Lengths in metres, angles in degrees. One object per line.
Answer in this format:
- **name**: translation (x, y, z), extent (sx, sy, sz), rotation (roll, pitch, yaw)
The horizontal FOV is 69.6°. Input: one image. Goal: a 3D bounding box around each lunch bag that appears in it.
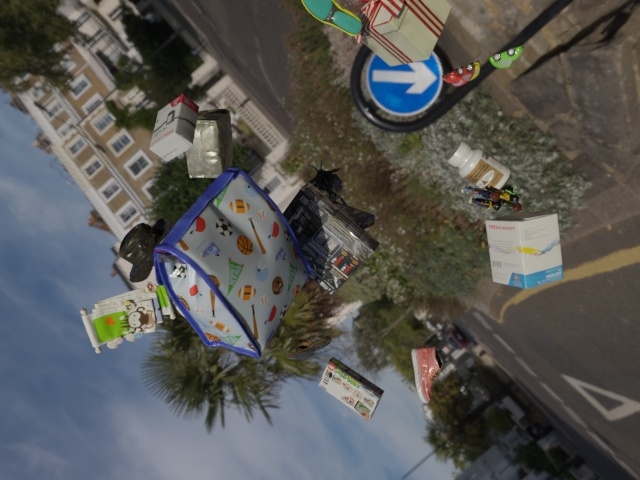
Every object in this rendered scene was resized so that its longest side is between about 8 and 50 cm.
- **lunch bag**: translation (-0.448, -0.409, 1.907), extent (0.287, 0.169, 0.235), rotation (-76, -14, -65)
- **lunch bag**: translation (-0.232, 0.051, 1.195), extent (0.239, 0.327, 0.385), rotation (3, 135, 29)

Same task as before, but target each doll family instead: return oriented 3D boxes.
- **doll family**: translation (0.473, -0.115, 1.247), extent (0.111, 0.193, 0.075), rotation (37, 129, 54)

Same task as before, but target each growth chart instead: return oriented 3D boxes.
- **growth chart**: translation (-0.513, 0.204, 1.240), extent (0.021, 0.237, 0.171), rotation (46, 154, 52)

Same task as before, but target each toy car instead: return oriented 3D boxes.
- **toy car**: translation (0.510, -0.535, 1.419), extent (0.239, 0.225, 0.053), rotation (-42, -65, -54)

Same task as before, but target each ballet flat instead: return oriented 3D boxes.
- **ballet flat**: translation (0.033, -0.747, 1.509), extent (0.231, 0.077, 0.077), rotation (25, -157, -20)

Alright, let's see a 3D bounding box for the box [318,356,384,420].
- **box**: translation (0.101, 0.497, 1.547), extent (0.207, 0.114, 0.036), rotation (29, -158, 24)

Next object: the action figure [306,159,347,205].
- **action figure**: translation (0.037, -0.194, 1.923), extent (0.275, 0.164, 0.141), rotation (64, 171, -4)

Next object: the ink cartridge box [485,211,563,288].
- **ink cartridge box**: translation (0.708, 0.027, 1.602), extent (0.171, 0.168, 0.232), rotation (-165, 64, -72)

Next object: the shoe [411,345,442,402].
- **shoe**: translation (0.347, 0.425, 1.464), extent (0.063, 0.081, 0.177), rotation (6, -107, -59)

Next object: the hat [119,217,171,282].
- **hat**: translation (-0.825, 0.021, 2.093), extent (0.134, 0.331, 0.331), rotation (32, -169, -38)

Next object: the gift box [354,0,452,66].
- **gift box**: translation (0.279, -0.789, 1.653), extent (0.258, 0.276, 0.255), rotation (27, 171, -34)

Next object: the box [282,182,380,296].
- **box**: translation (0.000, 0.000, 1.510), extent (0.307, 0.242, 0.076), rotation (40, -147, 2)

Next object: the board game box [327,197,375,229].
- **board game box**: translation (0.056, -0.091, 1.714), extent (0.243, 0.165, 0.042), rotation (23, 122, 35)

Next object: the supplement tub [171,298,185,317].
- **supplement tub**: translation (-0.304, 0.143, 1.546), extent (0.241, 0.241, 0.331), rotation (48, -159, 27)

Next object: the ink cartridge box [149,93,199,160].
- **ink cartridge box**: translation (-0.399, -0.308, 1.260), extent (0.063, 0.109, 0.150), rotation (36, -138, -44)

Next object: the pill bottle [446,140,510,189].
- **pill bottle**: translation (0.635, -0.299, 1.863), extent (0.229, 0.131, 0.131), rotation (34, -178, -2)

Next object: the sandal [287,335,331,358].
- **sandal**: translation (-0.056, 0.486, 2.117), extent (0.060, 0.219, 0.090), rotation (60, 171, 28)
